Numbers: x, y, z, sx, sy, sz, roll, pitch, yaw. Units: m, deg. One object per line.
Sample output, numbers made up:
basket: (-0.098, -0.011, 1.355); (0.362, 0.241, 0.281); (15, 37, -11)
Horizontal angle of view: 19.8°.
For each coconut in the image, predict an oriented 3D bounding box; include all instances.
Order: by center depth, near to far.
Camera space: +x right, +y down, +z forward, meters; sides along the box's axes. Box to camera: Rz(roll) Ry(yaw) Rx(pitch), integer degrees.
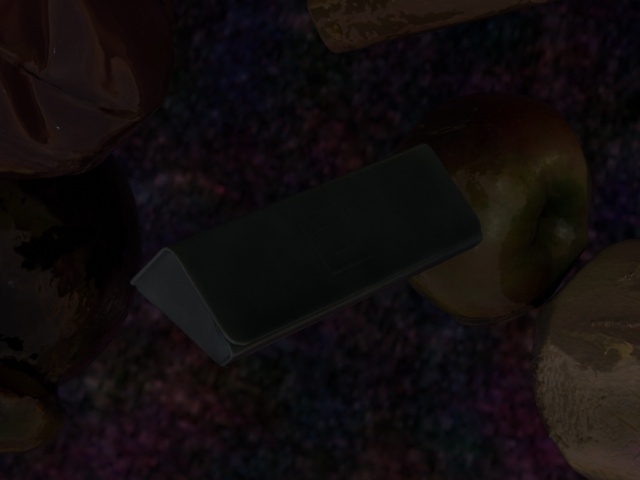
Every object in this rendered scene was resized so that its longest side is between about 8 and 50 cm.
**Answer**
coconut: (0.303, 0.108, 1.535); (0.230, 0.227, 0.227); (0, 140, 46)

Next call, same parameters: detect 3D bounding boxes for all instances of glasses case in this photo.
glasses case: (0.000, 0.000, 1.322); (0.105, 0.266, 0.056); (39, 132, 28)

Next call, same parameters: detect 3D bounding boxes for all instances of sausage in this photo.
sausage: (0.141, -0.202, 1.391); (0.301, 0.066, 0.066); (-15, 133, 14)

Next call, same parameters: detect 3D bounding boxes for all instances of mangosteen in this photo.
mangosteen: (-0.299, 0.038, 1.473); (0.306, 0.347, 0.307); (8, 162, 3)

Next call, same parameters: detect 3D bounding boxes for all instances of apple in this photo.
apple: (0.139, -0.033, 1.630); (0.173, 0.207, 0.188); (7, -165, -41)

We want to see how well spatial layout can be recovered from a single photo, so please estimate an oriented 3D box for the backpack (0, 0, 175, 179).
backpack: (-0.232, -0.172, 1.126); (0.317, 0.283, 0.197); (29, 136, -28)
